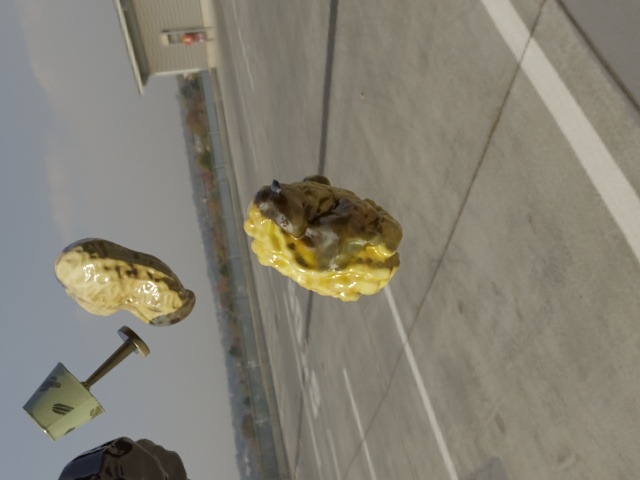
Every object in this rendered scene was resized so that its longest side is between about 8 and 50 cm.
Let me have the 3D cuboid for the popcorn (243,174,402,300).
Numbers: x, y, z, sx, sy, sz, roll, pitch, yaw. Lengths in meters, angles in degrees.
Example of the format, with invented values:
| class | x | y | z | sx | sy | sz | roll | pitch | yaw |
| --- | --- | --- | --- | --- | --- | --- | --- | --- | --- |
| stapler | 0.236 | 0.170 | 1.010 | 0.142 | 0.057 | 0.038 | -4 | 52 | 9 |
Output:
| class | x | y | z | sx | sy | sz | roll | pitch | yaw |
| --- | --- | --- | --- | --- | --- | --- | --- | --- | --- |
| popcorn | 0.000 | -0.003 | 0.732 | 0.163 | 0.194 | 0.140 | -97 | 27 | -79 |

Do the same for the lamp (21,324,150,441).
| class | x | y | z | sx | sy | sz | roll | pitch | yaw |
| --- | --- | --- | --- | --- | --- | --- | --- | --- | --- |
| lamp | -0.409 | 0.248 | 1.043 | 0.121 | 0.214 | 0.121 | 31 | 148 | 22 |

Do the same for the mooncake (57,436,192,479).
| class | x | y | z | sx | sy | sz | roll | pitch | yaw |
| --- | --- | --- | --- | --- | --- | --- | --- | --- | --- |
| mooncake | -0.281 | 0.443 | 0.900 | 0.283 | 0.141 | 0.283 | 59 | -167 | -24 |

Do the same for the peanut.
| class | x | y | z | sx | sy | sz | roll | pitch | yaw |
| --- | --- | --- | --- | --- | --- | --- | --- | --- | --- |
| peanut | -0.328 | 0.075 | 0.994 | 0.197 | 0.233 | 0.110 | -37 | 42 | 54 |
